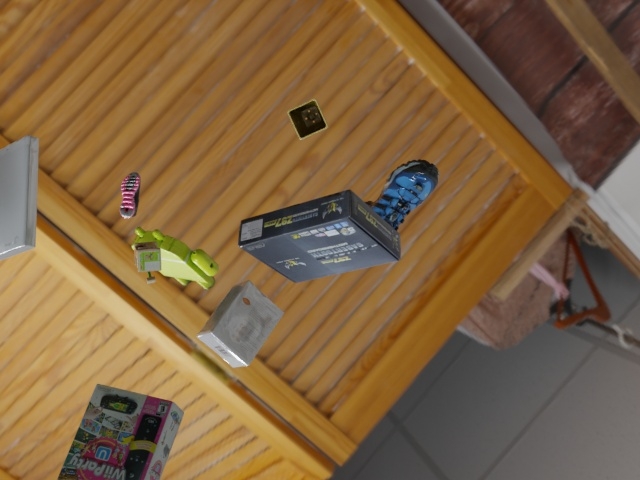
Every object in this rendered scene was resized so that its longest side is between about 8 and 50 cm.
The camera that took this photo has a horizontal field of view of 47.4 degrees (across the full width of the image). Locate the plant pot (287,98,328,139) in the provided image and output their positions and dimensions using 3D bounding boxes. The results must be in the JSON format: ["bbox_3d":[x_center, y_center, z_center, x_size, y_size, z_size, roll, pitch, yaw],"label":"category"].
[{"bbox_3d":[-0.029,-0.317,1.886,0.081,0.081,0.083,-23,-169,11],"label":"plant pot"}]

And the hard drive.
[{"bbox_3d":[-0.840,-0.112,1.984,0.203,0.040,0.308,-15,-109,35],"label":"hard drive"}]

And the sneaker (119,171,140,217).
[{"bbox_3d":[-0.478,-0.114,1.858,0.057,0.047,0.119,31,69,-78],"label":"sneaker"}]

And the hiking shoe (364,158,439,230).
[{"bbox_3d":[0.175,-0.067,1.738,0.304,0.113,0.132,-43,-150,40],"label":"hiking shoe"}]

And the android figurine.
[{"bbox_3d":[-0.402,0.046,1.991,0.248,0.273,0.056,7,-119,32],"label":"android figurine"}]

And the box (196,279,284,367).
[{"bbox_3d":[-0.197,0.207,1.804,0.091,0.130,0.170,-21,-151,55],"label":"box"}]

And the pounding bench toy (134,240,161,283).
[{"bbox_3d":[-0.392,0.050,1.656,0.065,0.052,0.083,-144,-128,-64],"label":"pounding bench toy"}]

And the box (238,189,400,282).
[{"bbox_3d":[0.000,0.000,1.291,0.232,0.183,0.059,-13,-120,29],"label":"box"}]

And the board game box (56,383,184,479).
[{"bbox_3d":[-0.508,0.539,1.839,0.097,0.223,0.304,76,27,-60],"label":"board game box"}]
